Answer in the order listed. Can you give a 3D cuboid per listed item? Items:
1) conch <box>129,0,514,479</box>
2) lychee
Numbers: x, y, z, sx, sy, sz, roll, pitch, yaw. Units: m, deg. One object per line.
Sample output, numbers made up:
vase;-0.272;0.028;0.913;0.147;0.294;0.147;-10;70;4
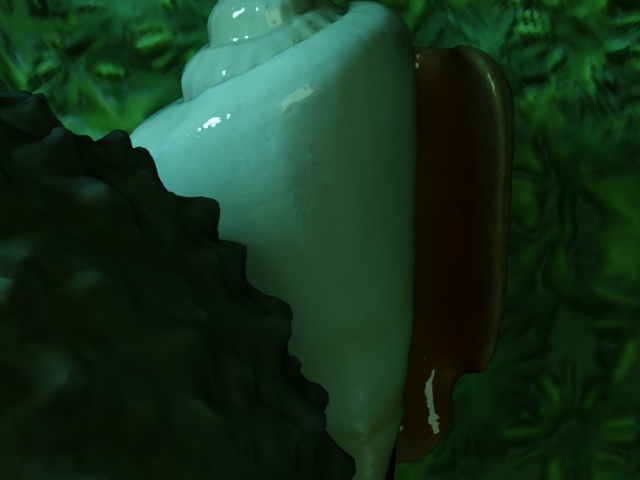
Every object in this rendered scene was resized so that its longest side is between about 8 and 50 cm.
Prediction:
conch;0.009;-0.002;0.574;0.104;0.094;0.176;-33;101;-49
lychee;-0.128;0.098;0.462;0.300;0.300;0.300;0;88;-10
